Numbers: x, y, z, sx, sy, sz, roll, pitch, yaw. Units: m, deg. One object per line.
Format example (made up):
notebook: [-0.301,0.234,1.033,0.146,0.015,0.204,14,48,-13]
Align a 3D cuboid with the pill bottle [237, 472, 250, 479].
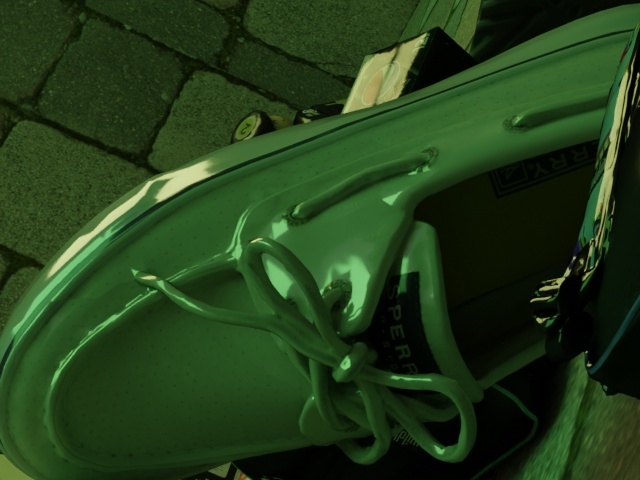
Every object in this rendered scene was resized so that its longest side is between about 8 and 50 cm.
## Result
pill bottle: [0.004,0.155,1.312,0.193,0.108,0.108,-70,6,-51]

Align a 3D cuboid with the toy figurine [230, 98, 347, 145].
toy figurine: [0.000,0.000,1.459,0.210,0.148,0.213,69,155,18]

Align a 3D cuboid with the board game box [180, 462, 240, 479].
board game box: [-0.052,0.191,1.387,0.141,0.170,0.048,-69,4,-54]

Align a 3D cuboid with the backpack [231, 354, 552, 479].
backpack: [0.032,0.075,0.988,0.188,0.165,0.144,-58,6,39]

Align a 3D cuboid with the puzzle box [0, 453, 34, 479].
puzzle box: [-0.203,0.330,1.503,0.408,0.052,0.272,2,56,37]

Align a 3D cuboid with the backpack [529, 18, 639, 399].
backpack: [0.147,-0.042,0.499,0.173,0.117,0.158,-70,6,-49]

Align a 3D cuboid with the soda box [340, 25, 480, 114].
soda box: [0.086,-0.026,0.832,0.053,0.169,0.060,-16,43,49]

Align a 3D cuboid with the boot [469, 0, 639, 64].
boot: [0.211,-0.329,1.040,0.367,0.146,0.445,120,170,-62]

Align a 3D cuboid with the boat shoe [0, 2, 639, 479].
boat shoe: [0.028,0.029,0.711,0.367,0.136,0.156,-22,24,3]
